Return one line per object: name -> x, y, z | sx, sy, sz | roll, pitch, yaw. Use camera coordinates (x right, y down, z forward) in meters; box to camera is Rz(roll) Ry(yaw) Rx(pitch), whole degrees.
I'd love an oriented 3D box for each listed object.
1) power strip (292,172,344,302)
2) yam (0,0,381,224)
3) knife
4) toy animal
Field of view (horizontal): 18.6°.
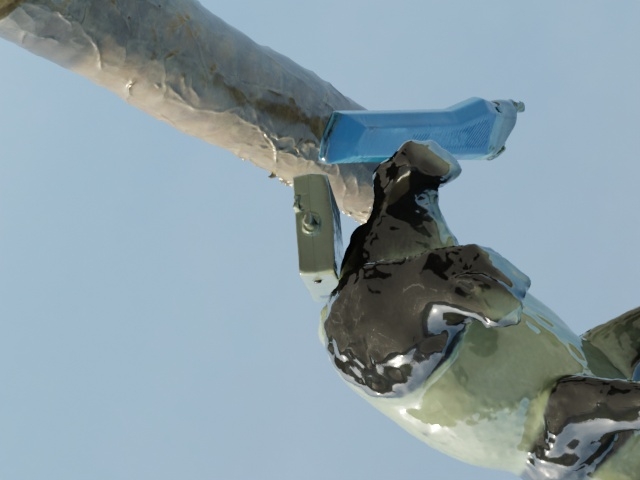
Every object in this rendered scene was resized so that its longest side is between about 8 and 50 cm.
power strip -> 0.000, 0.000, 0.939 | 0.019, 0.136, 0.051 | -4, -99, 3
yam -> -0.055, -0.091, 1.168 | 0.081, 0.357, 0.081 | -21, -124, 36
knife -> 0.067, -0.069, 1.208 | 0.026, 0.296, 0.044 | 28, -76, 22
toy animal -> 0.100, 0.063, 0.888 | 0.121, 0.225, 0.094 | -61, 178, 35
